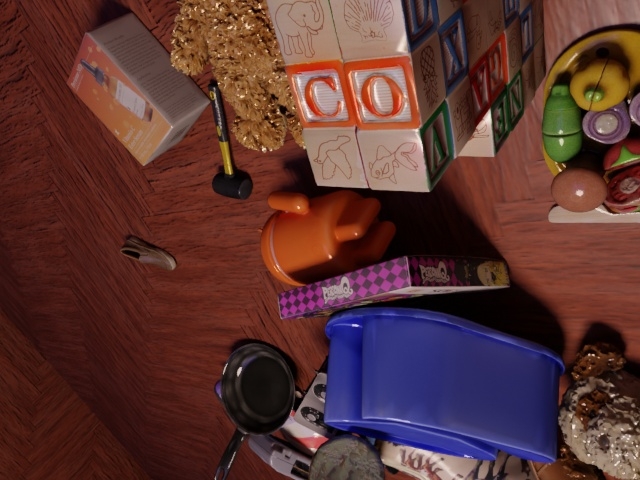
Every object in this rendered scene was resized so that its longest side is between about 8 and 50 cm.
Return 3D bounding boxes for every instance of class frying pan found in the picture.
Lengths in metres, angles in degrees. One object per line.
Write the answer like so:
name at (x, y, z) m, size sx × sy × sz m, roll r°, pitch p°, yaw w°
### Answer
frying pan at (-0.137, 0.390, 1.163) m, size 0.197 × 0.053 × 0.326 m, roll -1°, pitch 86°, yaw 28°

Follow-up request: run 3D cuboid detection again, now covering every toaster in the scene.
toaster at (0.050, 0.234, 0.916) m, size 0.110 × 0.185 × 0.168 m, roll 31°, pitch 132°, yaw 7°

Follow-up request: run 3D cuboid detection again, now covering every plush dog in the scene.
plush dog at (0.411, 0.240, 0.657) m, size 0.225 × 0.211 × 0.262 m, roll 14°, pitch 107°, yaw 48°

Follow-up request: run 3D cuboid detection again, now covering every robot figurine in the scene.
robot figurine at (-0.001, -0.002, 0.766) m, size 0.158 × 0.128 × 0.219 m, roll 13°, pitch 162°, yaw -43°

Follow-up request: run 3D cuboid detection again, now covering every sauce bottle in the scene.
sauce bottle at (0.041, 0.389, 0.867) m, size 0.111 × 0.111 × 0.344 m, roll 28°, pitch 159°, yaw 15°

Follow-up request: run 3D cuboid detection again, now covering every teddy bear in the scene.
teddy bear at (-0.081, -0.247, 0.616) m, size 0.245 × 0.113 × 0.338 m, roll 20°, pitch 136°, yaw 20°

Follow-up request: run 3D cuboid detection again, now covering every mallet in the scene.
mallet at (-0.141, -0.146, 0.818) m, size 0.062 × 0.039 × 0.189 m, roll 22°, pitch 133°, yaw 21°

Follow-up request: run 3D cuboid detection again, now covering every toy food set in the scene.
toy food set at (0.276, -0.084, 0.513) m, size 0.128 × 0.071 × 0.217 m, roll 9°, pitch 131°, yaw 33°

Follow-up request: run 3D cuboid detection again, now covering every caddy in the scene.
caddy at (0.164, 0.184, 0.725) m, size 0.341 × 0.179 × 0.241 m, roll 20°, pitch 154°, yaw -18°

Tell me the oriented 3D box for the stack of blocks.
stack of blocks at (0.096, -0.152, 0.416) m, size 0.087 × 0.297 × 0.171 m, roll 7°, pitch 129°, yaw 33°

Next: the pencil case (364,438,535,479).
pencil case at (0.275, 0.395, 0.871) m, size 0.410 × 0.183 × 0.160 m, roll 34°, pitch 141°, yaw 9°

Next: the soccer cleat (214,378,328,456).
soccer cleat at (-0.106, 0.375, 1.230) m, size 0.318 × 0.109 × 0.116 m, roll 22°, pitch 118°, yaw 23°

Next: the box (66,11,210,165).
box at (-0.277, -0.225, 0.804) m, size 0.170 × 0.091 × 0.130 m, roll 48°, pitch 140°, yaw -9°

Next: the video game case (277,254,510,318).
video game case at (0.095, 0.066, 0.707) m, size 0.232 × 0.210 × 0.041 m, roll -21°, pitch 71°, yaw 45°

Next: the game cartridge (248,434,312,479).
game cartridge at (-0.022, 0.530, 1.236) m, size 0.294 × 0.060 × 0.196 m, roll 32°, pitch 167°, yaw -17°

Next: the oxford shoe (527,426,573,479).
oxford shoe at (0.352, 0.337, 0.767) m, size 0.076 × 0.212 × 0.076 m, roll 7°, pitch 155°, yaw -31°

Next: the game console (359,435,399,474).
game console at (0.138, 0.371, 1.023) m, size 0.122 × 0.107 × 0.071 m, roll 48°, pitch 171°, yaw 18°

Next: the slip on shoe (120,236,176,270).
slip on shoe at (-0.379, 0.035, 1.163) m, size 0.135 × 0.041 × 0.051 m, roll 27°, pitch 139°, yaw 16°
